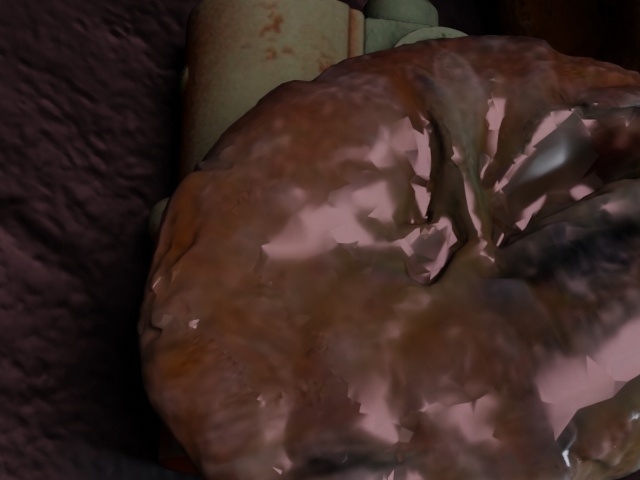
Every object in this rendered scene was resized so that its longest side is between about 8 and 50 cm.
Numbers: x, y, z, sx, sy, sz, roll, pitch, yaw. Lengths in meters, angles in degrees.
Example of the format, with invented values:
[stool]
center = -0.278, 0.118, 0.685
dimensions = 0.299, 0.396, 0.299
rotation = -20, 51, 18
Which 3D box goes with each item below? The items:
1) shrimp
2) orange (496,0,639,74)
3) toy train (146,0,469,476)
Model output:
[shrimp]
center = 0.133, -0.009, 0.606
dimensions = 0.445, 0.110, 0.221
rotation = -18, 74, -12
[orange]
center = 0.224, -0.142, 0.767
dimensions = 0.183, 0.249, 0.249
rotation = -20, 84, -22
[toy train]
center = 0.000, 0.000, 0.683
dimensions = 0.177, 0.116, 0.285
rotation = 7, 71, -14
